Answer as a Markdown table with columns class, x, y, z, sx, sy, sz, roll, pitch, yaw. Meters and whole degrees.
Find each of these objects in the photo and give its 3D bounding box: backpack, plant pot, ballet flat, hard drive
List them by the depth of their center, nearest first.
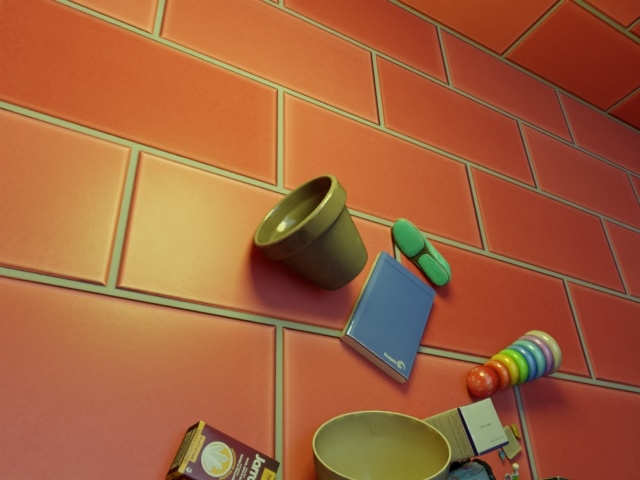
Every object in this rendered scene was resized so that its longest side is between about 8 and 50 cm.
| class | x | y | z | sx | sy | sz | roll | pitch | yaw |
| --- | --- | --- | --- | --- | --- | --- | --- | --- | --- |
| plant pot | 0.123 | 0.512 | 1.163 | 0.284 | 0.284 | 0.191 | -7 | 103 | -37 |
| backpack | 0.341 | 0.609 | 1.324 | 0.182 | 0.115 | 0.152 | -3 | 68 | -32 |
| plant pot | 0.000 | 0.000 | 1.404 | 0.229 | 0.263 | 0.263 | 50 | 45 | -21 |
| hard drive | 0.196 | 0.201 | 1.529 | 0.210 | 0.040 | 0.319 | 38 | 48 | -9 |
| ballet flat | 0.310 | 0.033 | 1.700 | 0.247 | 0.083 | 0.087 | 51 | 23 | 3 |

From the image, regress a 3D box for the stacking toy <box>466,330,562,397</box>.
| class | x | y | z | sx | sy | sz | roll | pitch | yaw |
| --- | --- | --- | --- | --- | --- | --- | --- | --- | --- |
| stacking toy | 0.551 | 0.374 | 1.622 | 0.330 | 0.141 | 0.141 | -14 | 71 | -32 |

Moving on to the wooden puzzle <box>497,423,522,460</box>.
| class | x | y | z | sx | sy | sz | roll | pitch | yaw |
| --- | --- | --- | --- | --- | --- | --- | --- | --- | --- |
| wooden puzzle | 0.524 | 0.563 | 1.549 | 0.116 | 0.014 | 0.078 | -9 | 64 | -38 |

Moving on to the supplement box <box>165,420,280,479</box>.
| class | x | y | z | sx | sy | sz | roll | pitch | yaw |
| --- | --- | --- | --- | --- | --- | --- | --- | --- | --- |
| supplement box | -0.188 | 0.448 | 1.082 | 0.188 | 0.081 | 0.104 | 33 | 49 | -14 |

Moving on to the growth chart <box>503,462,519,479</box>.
| class | x | y | z | sx | sy | sz | roll | pitch | yaw |
| --- | --- | --- | --- | --- | --- | --- | --- | --- | --- |
| growth chart | 0.388 | 0.644 | 1.272 | 0.237 | 0.021 | 0.172 | -25 | 112 | -31 |

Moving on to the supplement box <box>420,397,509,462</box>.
| class | x | y | z | sx | sy | sz | roll | pitch | yaw |
| --- | --- | --- | --- | --- | --- | --- | --- | --- | --- |
| supplement box | 0.315 | 0.466 | 1.324 | 0.111 | 0.220 | 0.114 | -3 | 63 | -36 |

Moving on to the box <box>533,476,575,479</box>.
| class | x | y | z | sx | sy | sz | roll | pitch | yaw |
| --- | --- | --- | --- | --- | --- | --- | --- | --- | --- |
| box | 0.613 | 0.680 | 1.437 | 0.158 | 0.156 | 0.093 | 20 | 54 | -24 |
